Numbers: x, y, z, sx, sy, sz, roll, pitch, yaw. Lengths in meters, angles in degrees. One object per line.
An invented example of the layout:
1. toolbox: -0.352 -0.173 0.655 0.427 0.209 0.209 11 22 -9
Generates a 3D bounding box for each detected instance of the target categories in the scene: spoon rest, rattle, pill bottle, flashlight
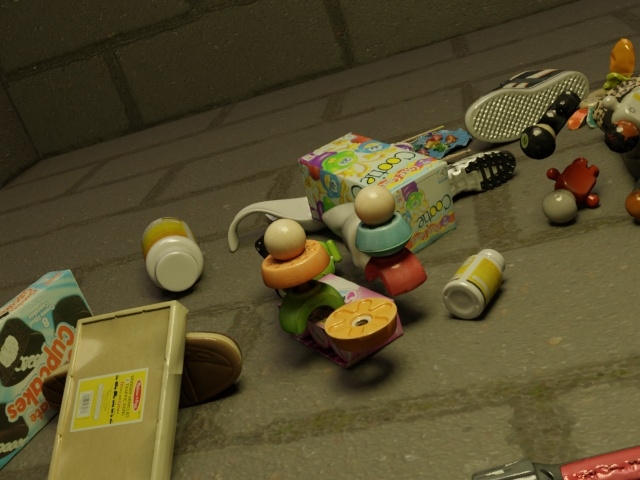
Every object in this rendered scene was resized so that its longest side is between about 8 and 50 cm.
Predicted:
1. spoon rest: -0.076 -0.052 1.609 0.276 0.084 0.137 -16 22 11
2. rattle: 0.631 -0.345 1.654 0.200 0.142 0.130 -20 39 -18
3. pill bottle: 0.233 0.061 1.109 0.065 0.065 0.116 -1 29 38
4. flashlight: 0.292 0.210 0.661 0.304 0.103 0.103 -15 25 6
5. pill bottle: -0.310 0.032 1.557 0.117 0.117 0.215 -23 22 -9

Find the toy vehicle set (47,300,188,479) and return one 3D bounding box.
1. toy vehicle set: -0.273 0.219 1.006 0.166 0.035 0.266 -11 56 17

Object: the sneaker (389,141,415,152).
1. sneaker: 0.142 -0.173 1.733 0.170 0.068 0.071 -21 16 15

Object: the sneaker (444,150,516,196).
1. sneaker: 0.279 -0.133 1.513 0.234 0.078 0.106 -24 25 -6

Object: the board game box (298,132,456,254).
1. board game box: 0.104 -0.092 1.416 0.144 0.142 0.275 -30 34 -26

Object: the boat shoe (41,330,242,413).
1. boat shoe: -0.268 0.187 1.160 0.342 0.123 0.123 -18 22 21

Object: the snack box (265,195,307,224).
1. snack box: -0.037 -0.081 1.726 0.178 0.022 0.064 -24 23 -13

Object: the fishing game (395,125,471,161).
1. fishing game: 0.278 -0.240 1.821 0.189 0.041 0.264 -20 22 6

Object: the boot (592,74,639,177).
1. boot: 0.703 -0.241 1.356 0.377 0.138 0.284 -20 21 10

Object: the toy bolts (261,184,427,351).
1. toy bolts: 0.047 0.026 1.049 0.228 0.158 0.218 -28 24 -23

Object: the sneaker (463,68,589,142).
1. sneaker: 0.459 -0.315 1.737 0.321 0.126 0.127 -19 22 -15

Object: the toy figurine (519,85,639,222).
1. toy figurine: 0.449 -0.132 1.199 0.210 0.213 0.148 7 43 43

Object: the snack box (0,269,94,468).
1. snack box: -0.483 0.207 1.190 0.060 0.187 0.322 -7 25 28

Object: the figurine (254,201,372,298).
1. figurine: 0.000 0.000 1.245 0.215 0.092 0.209 -22 20 -8

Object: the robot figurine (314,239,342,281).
1. robot figurine: -0.007 0.044 1.343 0.101 0.067 0.115 -28 21 14

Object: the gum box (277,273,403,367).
1. gum box: 0.030 0.120 1.138 0.107 0.062 0.188 -29 24 -24
